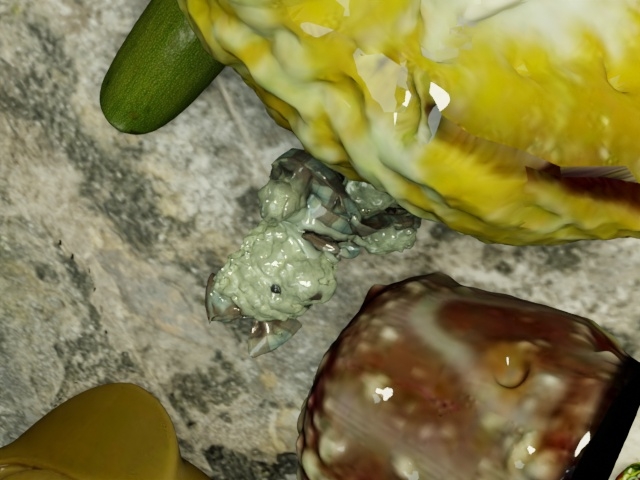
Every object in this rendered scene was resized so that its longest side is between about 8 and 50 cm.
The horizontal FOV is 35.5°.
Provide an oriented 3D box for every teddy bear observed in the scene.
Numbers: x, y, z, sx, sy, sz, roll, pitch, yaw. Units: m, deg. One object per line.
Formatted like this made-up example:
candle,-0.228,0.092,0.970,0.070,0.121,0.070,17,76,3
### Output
teddy bear,0.000,-0.020,0.690,0.133,0.111,0.213,22,132,-41

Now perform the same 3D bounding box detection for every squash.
squash,-0.081,-0.146,0.659,0.066,0.066,0.252,40,134,-8

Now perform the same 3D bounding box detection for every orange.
orange,0.050,-0.147,0.461,0.368,0.271,0.210,46,150,-16

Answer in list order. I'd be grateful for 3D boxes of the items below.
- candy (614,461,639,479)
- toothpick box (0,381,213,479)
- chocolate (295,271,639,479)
candy,0.288,0.248,0.818,0.062,0.058,0.194,-32,122,8
toothpick box,-0.232,0.394,0.951,0.409,0.409,0.425,4,122,24
chocolate,0.087,0.168,0.737,0.210,0.225,0.340,26,135,23
